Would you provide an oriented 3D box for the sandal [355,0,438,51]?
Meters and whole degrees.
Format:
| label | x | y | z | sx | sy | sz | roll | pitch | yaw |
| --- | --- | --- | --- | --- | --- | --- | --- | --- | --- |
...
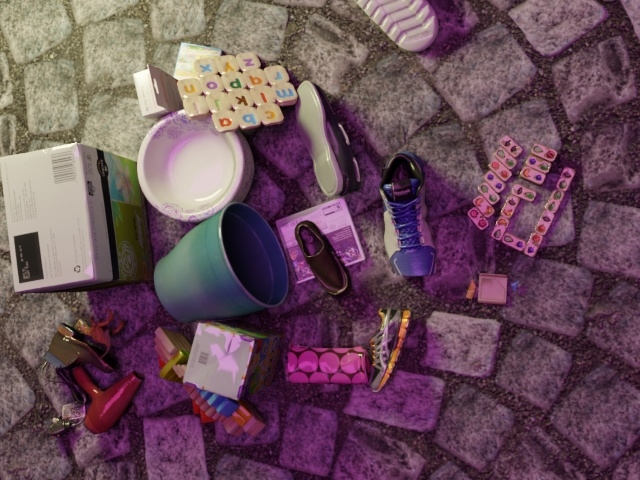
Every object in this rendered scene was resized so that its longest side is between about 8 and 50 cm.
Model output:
| label | x | y | z | sx | sy | sz | roll | pitch | yaw |
| --- | --- | --- | --- | --- | --- | --- | --- | --- | --- |
| sandal | 0.147 | -0.652 | 1.904 | 0.169 | 0.102 | 0.416 | -30 | 94 | 23 |

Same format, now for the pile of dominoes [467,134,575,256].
| label | x | y | z | sx | sy | sz | roll | pitch | yaw |
| --- | --- | --- | --- | --- | --- | --- | --- | --- | --- |
| pile of dominoes | 0.479 | -0.113 | 1.828 | 0.196 | 0.040 | 0.251 | 26 | 92 | 12 |

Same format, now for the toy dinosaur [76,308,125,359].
| label | x | y | z | sx | sy | sz | roll | pitch | yaw |
| --- | --- | --- | --- | --- | --- | --- | --- | --- | --- |
| toy dinosaur | -0.566 | 0.247 | 1.992 | 0.112 | 0.064 | 0.211 | -50 | 38 | -17 |

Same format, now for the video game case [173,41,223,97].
| label | x | y | z | sx | sy | sz | roll | pitch | yaw |
| --- | --- | --- | --- | --- | --- | --- | --- | --- | --- |
| video game case | -0.334 | -0.437 | 2.028 | 0.119 | 0.015 | 0.166 | 13 | 90 | 13 |

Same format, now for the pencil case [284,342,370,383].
| label | x | y | z | sx | sy | sz | roll | pitch | yaw |
| --- | --- | --- | --- | --- | --- | --- | --- | --- | --- |
| pencil case | 0.019 | 0.305 | 1.877 | 0.209 | 0.095 | 0.098 | 0 | 75 | 9 |

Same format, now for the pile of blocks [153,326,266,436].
| label | x | y | z | sx | sy | sz | roll | pitch | yaw |
| --- | --- | --- | --- | --- | --- | --- | --- | --- | --- |
| pile of blocks | -0.307 | 0.379 | 1.908 | 0.362 | 0.149 | 0.113 | 42 | 95 | 10 |

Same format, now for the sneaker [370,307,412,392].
| label | x | y | z | sx | sy | sz | roll | pitch | yaw |
| --- | --- | --- | --- | --- | --- | --- | --- | --- | --- |
| sneaker | 0.158 | 0.266 | 1.856 | 0.083 | 0.084 | 0.215 | 17 | 80 | 13 |

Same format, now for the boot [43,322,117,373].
| label | x | y | z | sx | sy | sz | roll | pitch | yaw |
| --- | --- | --- | --- | --- | --- | --- | --- | --- | --- |
| boot | -0.634 | 0.316 | 2.001 | 0.219 | 0.082 | 0.106 | 30 | 83 | 28 |

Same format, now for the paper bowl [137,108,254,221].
| label | x | y | z | sx | sy | sz | roll | pitch | yaw |
| --- | --- | --- | --- | --- | --- | --- | --- | --- | --- |
| paper bowl | -0.309 | -0.184 | 1.940 | 0.284 | 0.148 | 0.284 | -1 | 86 | 11 |

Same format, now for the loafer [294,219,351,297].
| label | x | y | z | sx | sy | sz | roll | pitch | yaw |
| --- | --- | --- | --- | --- | --- | --- | --- | --- | --- |
| loafer | -0.004 | 0.048 | 1.876 | 0.080 | 0.078 | 0.220 | -36 | 81 | 7 |

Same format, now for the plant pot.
| label | x | y | z | sx | sy | sz | roll | pitch | yaw |
| --- | --- | --- | --- | --- | --- | --- | --- | --- | --- |
| plant pot | -0.258 | 0.079 | 1.868 | 0.255 | 0.271 | 0.272 | -24 | 82 | 23 |

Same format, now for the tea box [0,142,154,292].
| label | x | y | z | sx | sy | sz | roll | pitch | yaw |
| --- | --- | --- | --- | --- | --- | --- | --- | --- | --- |
| tea box | -0.596 | -0.044 | 1.902 | 0.219 | 0.323 | 0.329 | -9 | 86 | 12 |

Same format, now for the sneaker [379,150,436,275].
| label | x | y | z | sx | sy | sz | roll | pitch | yaw |
| --- | --- | --- | --- | --- | --- | --- | --- | --- | --- |
| sneaker | 0.196 | -0.070 | 1.812 | 0.127 | 0.182 | 0.316 | -7 | 85 | 13 |

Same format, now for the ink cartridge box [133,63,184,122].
| label | x | y | z | sx | sy | sz | roll | pitch | yaw |
| --- | --- | --- | --- | --- | --- | --- | --- | --- | --- |
| ink cartridge box | -0.410 | -0.366 | 1.930 | 0.067 | 0.198 | 0.115 | -15 | 85 | 11 |

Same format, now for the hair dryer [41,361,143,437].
| label | x | y | z | sx | sy | sz | roll | pitch | yaw |
| --- | --- | --- | --- | --- | --- | --- | --- | --- | --- |
| hair dryer | -0.606 | 0.398 | 2.004 | 0.293 | 0.080 | 0.224 | -9 | 84 | 10 |

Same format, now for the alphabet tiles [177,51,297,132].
| label | x | y | z | sx | sy | sz | roll | pitch | yaw |
| --- | --- | --- | --- | --- | --- | --- | --- | --- | --- |
| alphabet tiles | -0.208 | -0.372 | 1.907 | 0.284 | 0.021 | 0.278 | -12 | 53 | -16 |

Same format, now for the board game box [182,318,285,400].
| label | x | y | z | sx | sy | sz | roll | pitch | yaw |
| --- | --- | --- | --- | --- | --- | --- | --- | --- | --- |
| board game box | -0.200 | 0.279 | 1.826 | 0.142 | 0.275 | 0.144 | 15 | 90 | 12 |

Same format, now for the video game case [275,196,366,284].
| label | x | y | z | sx | sy | sz | roll | pitch | yaw |
| --- | --- | --- | --- | --- | --- | --- | --- | --- | --- |
| video game case | 0.000 | 0.000 | 1.931 | 0.190 | 0.022 | 0.173 | -20 | 83 | 9 |

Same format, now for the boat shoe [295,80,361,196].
| label | x | y | z | sx | sy | sz | roll | pitch | yaw |
| --- | --- | --- | --- | --- | --- | --- | --- | --- | --- |
| boat shoe | 0.019 | -0.256 | 1.909 | 0.114 | 0.091 | 0.303 | -20 | 82 | 54 |

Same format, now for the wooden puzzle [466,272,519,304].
| label | x | y | z | sx | sy | sz | roll | pitch | yaw |
| --- | --- | --- | --- | --- | --- | --- | --- | --- | --- |
| wooden puzzle | 0.416 | 0.117 | 1.842 | 0.116 | 0.014 | 0.079 | 11 | 93 | 12 |
